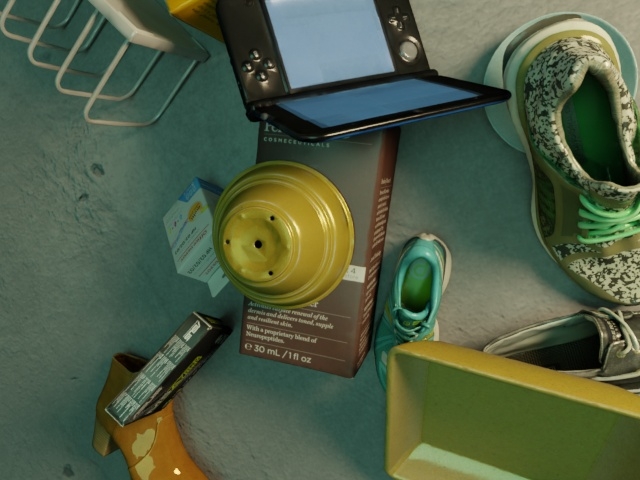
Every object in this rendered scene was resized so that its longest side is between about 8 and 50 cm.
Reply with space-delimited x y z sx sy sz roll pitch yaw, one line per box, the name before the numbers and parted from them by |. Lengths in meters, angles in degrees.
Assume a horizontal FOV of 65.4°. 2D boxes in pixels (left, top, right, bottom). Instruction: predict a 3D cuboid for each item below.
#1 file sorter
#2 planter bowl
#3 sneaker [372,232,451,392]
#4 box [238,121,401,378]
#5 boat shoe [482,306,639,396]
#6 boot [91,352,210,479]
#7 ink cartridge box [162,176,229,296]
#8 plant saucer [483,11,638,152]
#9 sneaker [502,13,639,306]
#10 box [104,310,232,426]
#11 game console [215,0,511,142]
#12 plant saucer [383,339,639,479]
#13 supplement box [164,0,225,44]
file sorter | -0.369 -0.341 0.804 0.277 0.193 0.173 46 110 6
planter bowl | -0.070 0.000 0.676 0.218 0.090 0.216 3 99 16
sneaker | 0.133 0.124 0.766 0.107 0.110 0.274 9 101 15
box | 0.000 0.000 0.774 0.191 0.143 0.380 8 98 15
boat shoe | 0.387 0.151 0.671 0.336 0.121 0.119 -23 132 19
boot | -0.298 0.351 0.928 0.295 0.104 0.211 24 104 16
ink cartridge box | -0.191 -0.008 0.816 0.104 0.062 0.181 -48 45 17
plant saucer | 0.329 -0.214 0.698 0.195 0.037 0.194 3 100 15
sneaker | 0.338 -0.062 0.614 0.158 0.182 0.410 -23 111 21
box | -0.235 0.204 0.814 0.045 0.184 0.190 41 80 6
game console | 0.049 -0.245 0.630 0.293 0.173 0.249 -17 90 -22
plant saucer | 0.262 0.275 0.702 0.333 0.081 0.332 12 130 20
supplement box | -0.053 -0.457 0.692 0.357 0.195 0.194 -21 92 17
